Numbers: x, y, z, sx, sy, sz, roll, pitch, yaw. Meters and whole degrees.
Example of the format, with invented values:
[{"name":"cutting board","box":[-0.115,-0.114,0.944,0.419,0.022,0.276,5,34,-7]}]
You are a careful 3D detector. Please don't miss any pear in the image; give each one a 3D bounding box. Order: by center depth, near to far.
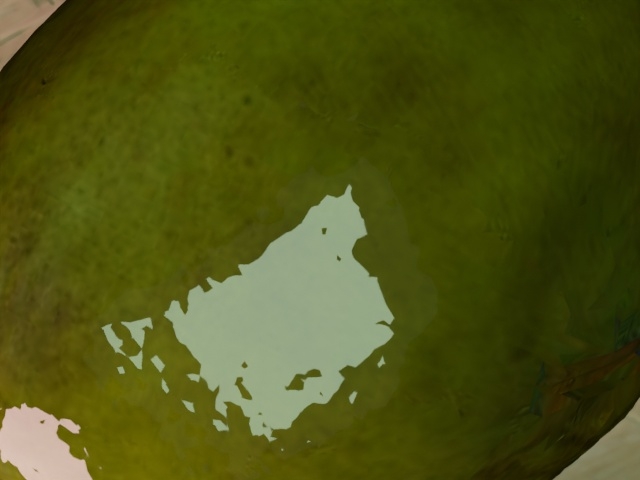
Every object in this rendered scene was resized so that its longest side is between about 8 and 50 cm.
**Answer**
[{"name":"pear","box":[0.000,0.000,0.677,0.321,0.269,0.269,-36,104,-9]}]
